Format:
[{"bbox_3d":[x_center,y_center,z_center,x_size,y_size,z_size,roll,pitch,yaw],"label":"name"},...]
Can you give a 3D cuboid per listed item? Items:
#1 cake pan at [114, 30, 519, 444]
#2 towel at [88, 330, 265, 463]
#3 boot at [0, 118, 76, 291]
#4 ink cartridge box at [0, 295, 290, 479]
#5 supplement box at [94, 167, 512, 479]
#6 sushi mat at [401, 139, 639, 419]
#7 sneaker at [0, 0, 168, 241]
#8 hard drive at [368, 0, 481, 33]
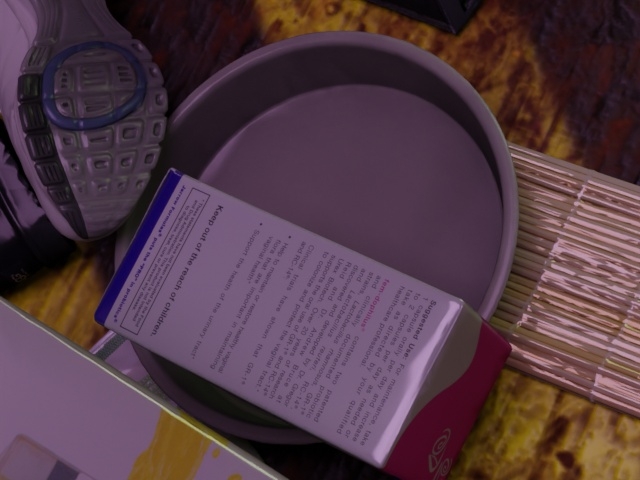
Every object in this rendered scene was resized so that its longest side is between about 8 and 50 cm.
[{"bbox_3d":[0.000,0.000,1.158,0.293,0.054,0.293,-7,70,21],"label":"cake pan"},{"bbox_3d":[-0.125,0.136,1.178,0.113,0.023,0.152,-43,66,-2],"label":"towel"},{"bbox_3d":[-0.323,-0.030,1.251,0.207,0.094,0.246,-32,72,-2],"label":"boot"},{"bbox_3d":[-0.106,0.176,0.938,0.385,0.279,0.160,34,79,-5],"label":"ink cartridge box"},{"bbox_3d":[-0.010,0.056,1.049,0.220,0.111,0.114,23,82,28],"label":"supplement box"},{"bbox_3d":[0.212,0.040,1.123,0.316,0.019,0.151,21,77,21],"label":"sushi mat"},{"bbox_3d":[-0.192,-0.122,1.237,0.111,0.129,0.297,0,58,-26],"label":"sneaker"},{"bbox_3d":[0.088,-0.293,1.255,0.172,0.054,0.254,24,79,21],"label":"hard drive"}]
